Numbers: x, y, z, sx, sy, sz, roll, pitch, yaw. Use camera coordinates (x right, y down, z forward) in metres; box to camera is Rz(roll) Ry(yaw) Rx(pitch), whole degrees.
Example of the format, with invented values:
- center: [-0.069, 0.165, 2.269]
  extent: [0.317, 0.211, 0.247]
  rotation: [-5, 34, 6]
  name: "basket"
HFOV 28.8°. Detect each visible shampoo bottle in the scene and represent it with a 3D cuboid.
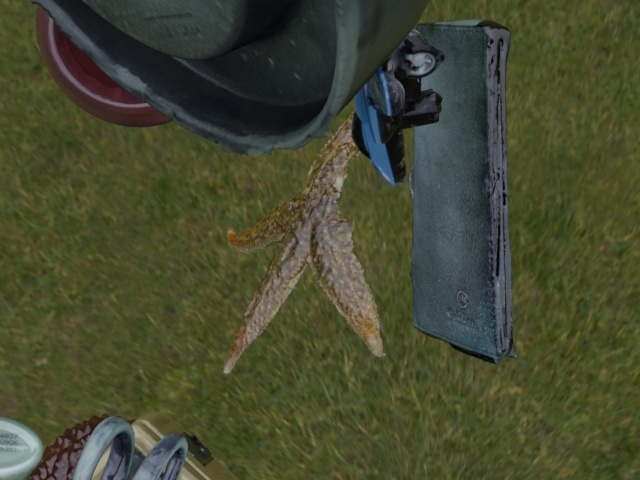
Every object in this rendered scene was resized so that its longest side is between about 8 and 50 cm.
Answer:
- center: [-0.233, 0.160, 0.785]
  extent: [0.069, 0.191, 0.041]
  rotation: [4, 60, -28]
  name: "shampoo bottle"

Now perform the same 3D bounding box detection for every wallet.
- center: [0.157, -0.061, 1.416]
  extent: [0.046, 0.190, 0.379]
  rotation: [-6, 102, -24]
  name: "wallet"

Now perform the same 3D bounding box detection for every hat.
- center: [-0.179, -0.212, 1.231]
  extent: [0.205, 0.089, 0.205]
  rotation: [1, 106, 3]
  name: "hat"

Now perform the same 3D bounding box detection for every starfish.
- center: [-0.007, -0.001, 1.888]
  extent: [0.384, 0.132, 0.398]
  rotation: [-36, 53, 33]
  name: "starfish"

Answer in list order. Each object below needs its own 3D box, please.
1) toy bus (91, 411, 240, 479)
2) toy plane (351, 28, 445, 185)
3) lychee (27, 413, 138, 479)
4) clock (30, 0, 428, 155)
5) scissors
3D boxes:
- center: [-0.121, 0.371, 1.395]
  extent: [0.365, 0.177, 0.202]
  rotation: [42, 90, 4]
  name: "toy bus"
- center: [0.043, -0.113, 0.821]
  extent: [0.078, 0.246, 0.169]
  rotation: [-17, 53, 7]
  name: "toy plane"
- center: [-0.277, 0.379, 1.706]
  extent: [0.275, 0.304, 0.276]
  rotation: [-3, 74, 9]
  name: "lychee"
- center: [-0.103, -0.212, 0.588]
  extent: [0.386, 0.386, 0.076]
  rotation: [42, 68, 14]
  name: "clock"
- center: [-0.236, 0.349, 1.160]
  extent: [0.029, 0.256, 0.383]
  rotation: [22, 79, 15]
  name: "scissors"
